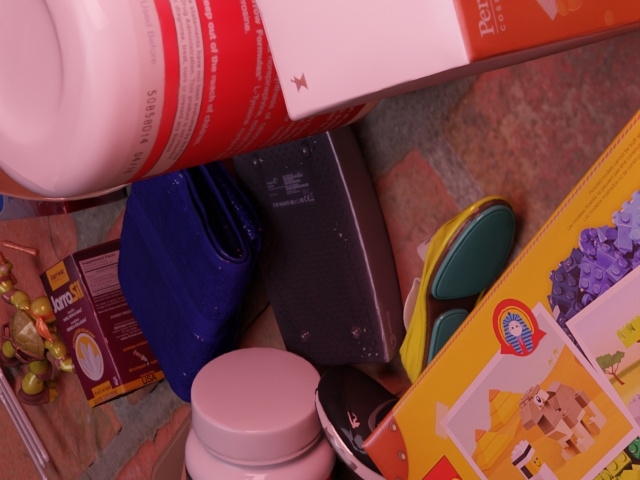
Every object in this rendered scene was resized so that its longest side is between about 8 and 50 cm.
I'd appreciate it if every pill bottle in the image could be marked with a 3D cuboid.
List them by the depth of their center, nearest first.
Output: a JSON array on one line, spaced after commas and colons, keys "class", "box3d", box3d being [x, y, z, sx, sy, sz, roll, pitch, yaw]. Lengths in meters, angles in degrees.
[{"class": "pill bottle", "box3d": [-0.076, -0.186, 1.068, 0.229, 0.407, 0.229, 21, 119, 43]}, {"class": "pill bottle", "box3d": [-0.062, 0.267, 1.392, 0.161, 0.161, 0.283, 30, 134, 38]}]

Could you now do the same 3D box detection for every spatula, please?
[{"class": "spatula", "box3d": [-0.454, 0.243, 1.925, 0.242, 0.019, 0.168, 56, 156, 18]}]

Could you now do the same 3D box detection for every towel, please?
[{"class": "towel", "box3d": [-0.149, 0.020, 1.463, 0.228, 0.076, 0.308, 59, 151, 27]}]

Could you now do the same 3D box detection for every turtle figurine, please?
[{"class": "turtle figurine", "box3d": [-0.386, 0.144, 1.792, 0.269, 0.087, 0.217, 43, 141, 13]}]

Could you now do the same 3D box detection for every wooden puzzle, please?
[{"class": "wooden puzzle", "box3d": [-0.176, 0.321, 1.581, 0.239, 0.044, 0.221, 119, 163, -44]}]

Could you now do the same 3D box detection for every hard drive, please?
[{"class": "hard drive", "box3d": [0.000, 0.000, 1.328, 0.172, 0.054, 0.255, -9, 98, 50]}]

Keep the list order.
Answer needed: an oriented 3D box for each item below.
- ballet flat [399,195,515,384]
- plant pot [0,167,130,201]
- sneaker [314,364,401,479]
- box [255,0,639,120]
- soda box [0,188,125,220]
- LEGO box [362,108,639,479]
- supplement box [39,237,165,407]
[{"class": "ballet flat", "box3d": [0.115, 0.042, 1.205, 0.077, 0.077, 0.231, 53, 142, 45]}, {"class": "plant pot", "box3d": [-0.307, -0.205, 1.466, 0.284, 0.284, 0.191, 126, 147, -44]}, {"class": "sneaker", "box3d": [0.120, 0.207, 1.253, 0.283, 0.107, 0.124, 46, 125, 17]}, {"class": "box", "box3d": [0.126, -0.229, 0.871, 0.168, 0.345, 0.215, -10, 97, 50]}, {"class": "soda box", "box3d": [-0.367, -0.076, 1.686, 0.263, 0.092, 0.084, -4, 100, 49]}, {"class": "LEGO box", "box3d": [0.300, 0.135, 0.931, 0.372, 0.193, 0.500, 53, 137, 20]}, {"class": "supplement box", "box3d": [-0.274, 0.106, 1.660, 0.104, 0.080, 0.188, -28, 83, 50]}]
